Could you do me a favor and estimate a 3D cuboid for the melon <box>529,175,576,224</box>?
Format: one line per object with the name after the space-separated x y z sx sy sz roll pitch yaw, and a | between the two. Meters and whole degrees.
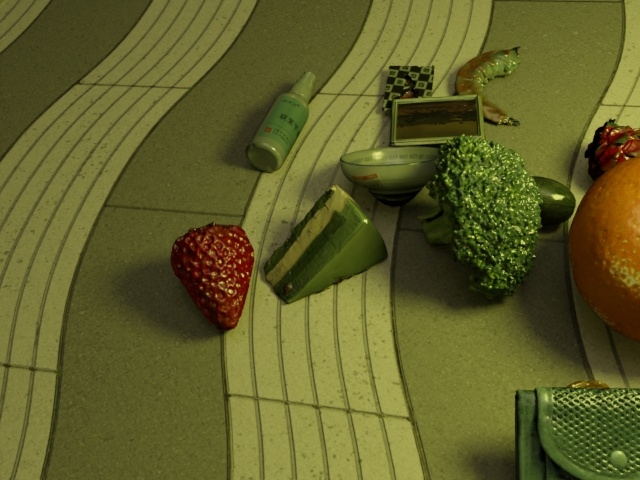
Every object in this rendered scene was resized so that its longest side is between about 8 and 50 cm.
0.523 -0.096 1.693 0.167 0.114 0.114 19 56 22 | melon

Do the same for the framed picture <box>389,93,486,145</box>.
0.315 -0.331 1.924 0.252 0.014 0.197 -2 49 10 | framed picture

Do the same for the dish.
0.187 -0.153 1.782 0.273 0.133 0.273 -3 17 1 | dish

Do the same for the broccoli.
0.372 -0.058 1.588 0.249 0.302 0.375 -21 89 -3 | broccoli

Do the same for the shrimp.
0.475 -0.444 2.013 0.185 0.068 0.287 2 53 12 | shrimp

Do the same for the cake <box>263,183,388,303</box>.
-0.005 0.004 1.656 0.284 0.172 0.158 -27 50 -11 | cake

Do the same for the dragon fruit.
0.735 -0.193 1.709 0.182 0.182 0.189 -34 36 -18 | dragon fruit

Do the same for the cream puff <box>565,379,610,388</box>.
0.514 0.334 1.353 0.144 0.103 0.126 -7 67 7 | cream puff

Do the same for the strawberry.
-0.240 0.087 1.621 0.205 0.205 0.244 -12 71 -2 | strawberry

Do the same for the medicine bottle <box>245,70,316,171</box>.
-0.093 -0.349 1.989 0.110 0.110 0.352 13 54 18 | medicine bottle

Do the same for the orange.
0.716 0.023 1.437 0.424 0.326 0.424 -1 69 2 | orange

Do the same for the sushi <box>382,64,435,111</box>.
0.258 -0.434 2.060 0.139 0.031 0.201 5 55 11 | sushi

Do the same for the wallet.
0.523 0.382 1.258 0.342 0.075 0.237 0 91 8 | wallet
